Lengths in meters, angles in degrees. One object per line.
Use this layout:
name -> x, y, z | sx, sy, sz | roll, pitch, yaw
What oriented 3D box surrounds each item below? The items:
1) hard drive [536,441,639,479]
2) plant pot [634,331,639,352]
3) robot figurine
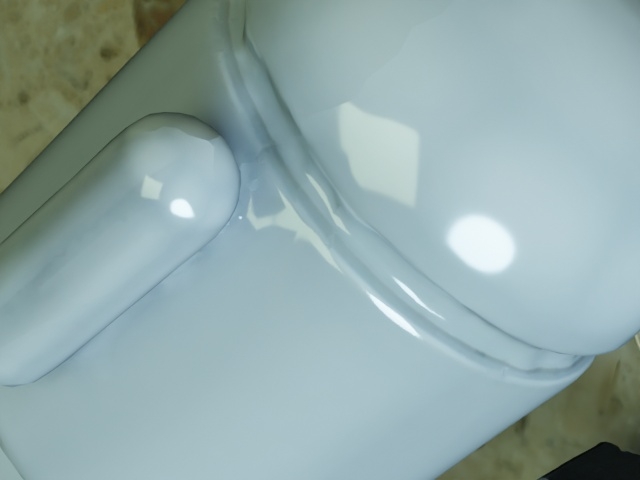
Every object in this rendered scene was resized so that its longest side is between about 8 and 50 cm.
hard drive -> 0.218, 0.249, 0.606 | 0.339, 0.064, 0.237 | 23, 117, 37
plant pot -> 0.238, 0.005, 0.634 | 0.236, 0.032, 0.236 | 5, 102, 26
robot figurine -> 0.000, 0.000, 0.607 | 0.353, 0.300, 0.200 | -41, 72, 30
